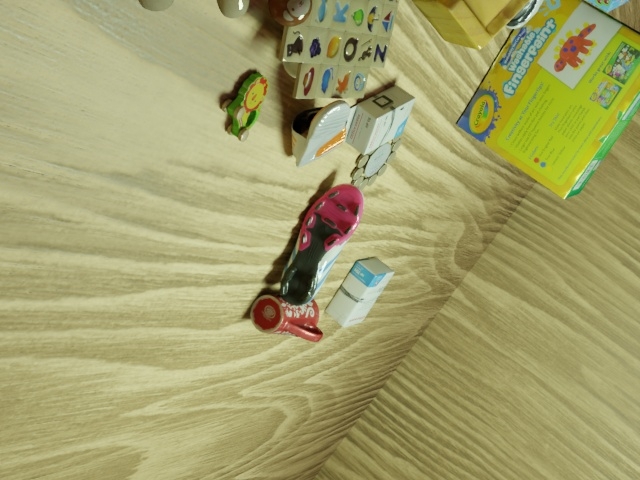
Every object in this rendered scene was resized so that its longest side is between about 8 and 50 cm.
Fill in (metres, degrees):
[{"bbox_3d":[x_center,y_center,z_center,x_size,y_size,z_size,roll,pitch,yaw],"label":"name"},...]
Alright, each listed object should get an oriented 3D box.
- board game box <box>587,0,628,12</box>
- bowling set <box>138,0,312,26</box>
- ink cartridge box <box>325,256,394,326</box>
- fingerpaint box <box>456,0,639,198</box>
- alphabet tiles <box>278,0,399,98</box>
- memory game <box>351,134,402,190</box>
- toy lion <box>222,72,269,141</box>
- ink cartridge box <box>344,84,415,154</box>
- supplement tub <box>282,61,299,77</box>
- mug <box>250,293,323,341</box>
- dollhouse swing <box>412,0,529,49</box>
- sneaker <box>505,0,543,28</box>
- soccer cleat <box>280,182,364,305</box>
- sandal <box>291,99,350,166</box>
[{"bbox_3d":[0.659,-0.646,2.009,0.160,0.211,0.039,-31,153,-41],"label":"board game box"},{"bbox_3d":[-0.079,-0.369,0.979,0.287,0.200,0.154,-46,158,-24],"label":"bowling set"},{"bbox_3d":[0.117,0.151,2.401,0.190,0.082,0.140,-57,158,19],"label":"ink cartridge box"},{"bbox_3d":[0.644,-0.399,2.166,0.163,0.371,0.444,-15,139,-57],"label":"fingerpaint box"},{"bbox_3d":[0.044,-0.376,1.347,0.342,0.011,0.285,-16,122,-57],"label":"alphabet tiles"},{"bbox_3d":[0.136,-0.198,1.955,0.186,0.012,0.186,-43,158,-22],"label":"memory game"},{"bbox_3d":[-0.120,-0.228,1.355,0.096,0.034,0.100,-51,161,-23],"label":"toy lion"},{"bbox_3d":[0.118,-0.255,1.753,0.180,0.060,0.104,-33,153,-39],"label":"ink cartridge box"},{"bbox_3d":[-0.009,-0.310,1.384,0.107,0.071,0.071,-15,139,-56],"label":"supplement tub"},{"bbox_3d":[-0.074,0.182,1.982,0.169,0.150,0.113,13,84,-63],"label":"mug"},{"bbox_3d":[0.265,-0.551,1.341,0.347,0.305,0.315,-46,-163,8],"label":"dollhouse swing"},{"bbox_3d":[0.450,-0.603,1.816,0.153,0.101,0.268,-23,140,-50],"label":"sneaker"},{"bbox_3d":[0.000,0.000,1.902,0.331,0.116,0.143,-60,179,19],"label":"soccer cleat"},{"bbox_3d":[-0.003,-0.219,1.512,0.102,0.076,0.265,-29,171,-16],"label":"sandal"}]
